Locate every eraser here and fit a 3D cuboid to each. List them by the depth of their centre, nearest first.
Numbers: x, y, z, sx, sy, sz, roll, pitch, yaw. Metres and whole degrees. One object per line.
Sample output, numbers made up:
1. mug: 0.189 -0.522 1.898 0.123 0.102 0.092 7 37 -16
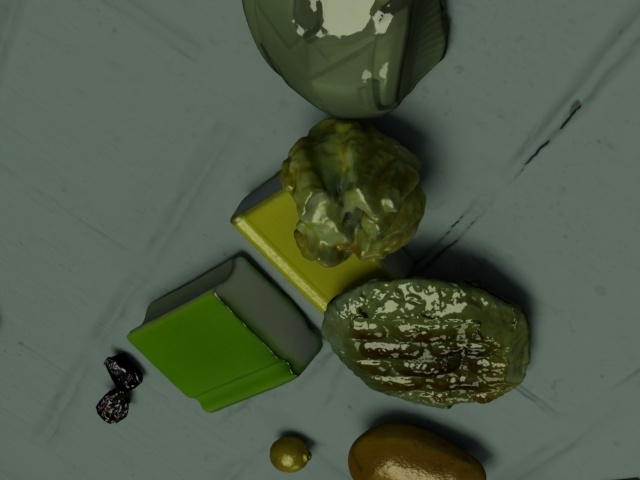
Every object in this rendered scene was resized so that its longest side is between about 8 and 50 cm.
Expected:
1. eraser: 0.000 0.000 1.682 0.226 0.069 0.158 46 135 -16
2. eraser: -0.152 0.156 1.909 0.210 0.092 0.274 46 138 -17

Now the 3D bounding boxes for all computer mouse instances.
1. computer mouse: 0.020 -0.288 1.341 0.228 0.145 0.429 19 137 18

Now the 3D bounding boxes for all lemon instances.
1. lemon: -0.051 0.365 2.071 0.083 0.062 0.062 -1 129 34

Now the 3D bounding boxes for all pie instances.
1. pie: 0.154 0.143 1.680 0.306 0.071 0.306 5 144 3

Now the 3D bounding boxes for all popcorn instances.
1. popcorn: 0.038 -0.057 1.524 0.187 0.167 0.185 7 126 14

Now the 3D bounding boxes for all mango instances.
1. mango: 0.149 0.356 1.907 0.227 0.109 0.147 3 127 26

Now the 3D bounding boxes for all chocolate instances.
1. chocolate: -0.357 0.264 2.154 0.072 0.070 0.147 7 141 -14

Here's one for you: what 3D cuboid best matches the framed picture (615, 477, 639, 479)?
1. framed picture: 0.470 0.393 1.831 0.066 0.006 0.089 -16 120 39
